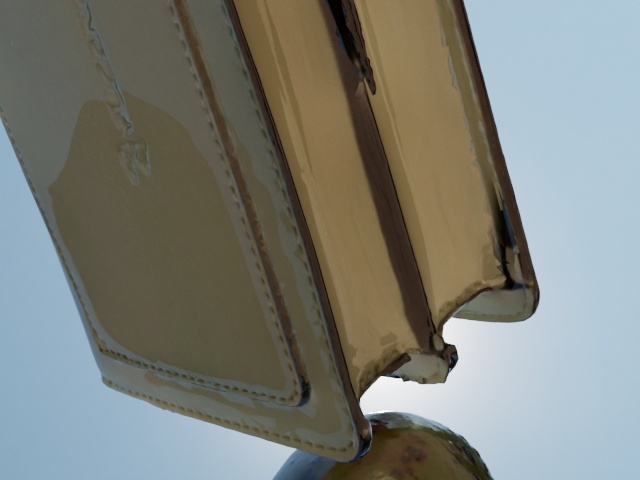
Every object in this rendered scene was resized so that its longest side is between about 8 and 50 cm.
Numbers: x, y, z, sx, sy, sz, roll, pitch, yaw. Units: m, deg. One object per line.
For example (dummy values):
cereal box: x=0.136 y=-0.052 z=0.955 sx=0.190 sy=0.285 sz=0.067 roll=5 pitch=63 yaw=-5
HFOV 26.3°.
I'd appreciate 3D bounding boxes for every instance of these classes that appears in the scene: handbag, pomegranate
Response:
handbag: x=-0.061 y=-0.100 z=0.624 sx=0.160 sy=0.236 sz=0.358 roll=-36 pitch=-62 yaw=-40
pomegranate: x=0.066 y=0.250 z=1.102 sx=0.286 sy=0.231 sz=0.231 roll=8 pitch=-128 yaw=-59
